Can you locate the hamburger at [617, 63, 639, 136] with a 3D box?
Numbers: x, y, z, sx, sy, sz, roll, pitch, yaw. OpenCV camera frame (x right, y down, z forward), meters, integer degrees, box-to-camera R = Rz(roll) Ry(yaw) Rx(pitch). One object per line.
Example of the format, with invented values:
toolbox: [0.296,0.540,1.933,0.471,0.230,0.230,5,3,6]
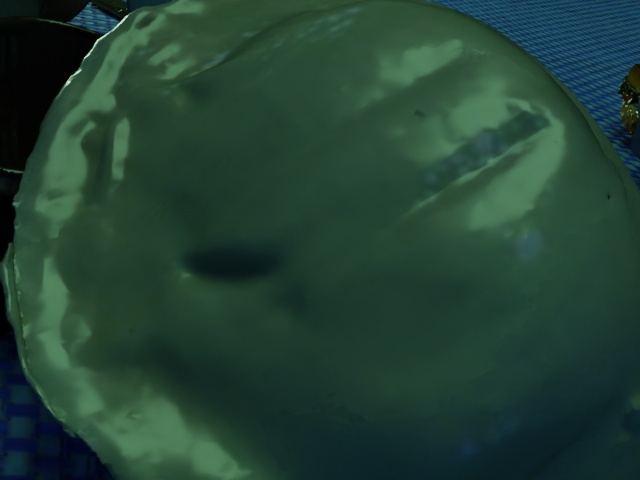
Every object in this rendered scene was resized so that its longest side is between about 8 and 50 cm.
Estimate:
hamburger: [0.432,-0.155,1.362,0.137,0.087,0.166,16,19,3]

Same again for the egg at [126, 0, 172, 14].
egg: [-0.044,-0.266,1.198,0.230,0.230,0.371,30,24,36]

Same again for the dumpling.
dumpling: [0.000,0.000,0.565,0.315,0.233,0.395,-9,63,-26]

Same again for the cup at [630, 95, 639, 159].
cup: [0.435,-0.115,1.184,0.173,0.167,0.299,20,47,42]

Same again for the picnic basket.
picnic basket: [-0.191,-0.047,0.730,0.222,0.129,0.297,21,25,15]

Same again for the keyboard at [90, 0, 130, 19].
keyboard: [-0.246,-0.294,1.441,0.049,0.015,0.129,-5,27,-46]

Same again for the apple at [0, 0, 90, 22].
apple: [-0.345,-0.381,1.281,0.293,0.251,0.163,26,35,30]
